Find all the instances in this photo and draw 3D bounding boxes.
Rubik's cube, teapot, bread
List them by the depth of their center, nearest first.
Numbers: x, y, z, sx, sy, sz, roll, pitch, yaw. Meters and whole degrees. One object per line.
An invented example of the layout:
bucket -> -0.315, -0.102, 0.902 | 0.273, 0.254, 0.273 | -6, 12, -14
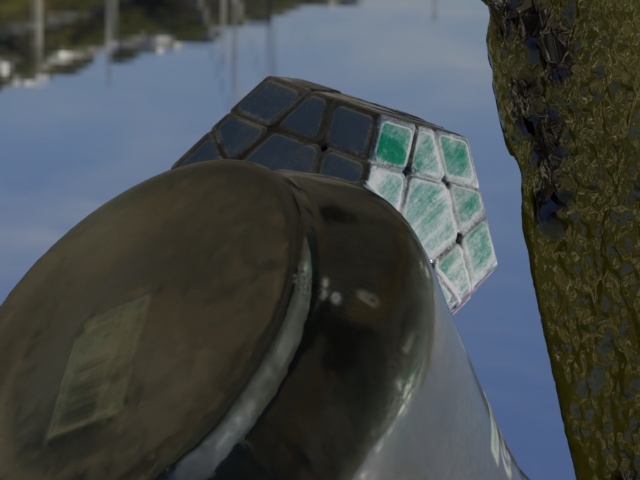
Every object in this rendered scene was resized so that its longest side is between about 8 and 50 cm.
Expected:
bread -> 0.129, -0.044, 0.733 | 0.077, 0.361, 0.138 | -4, 164, -24
teapot -> -0.008, 0.183, 1.009 | 0.305, 0.362, 0.376 | -22, -141, 32
Rubik's cube -> 0.000, 0.000, 1.680 | 0.319, 0.319, 0.264 | 6, 155, 21
